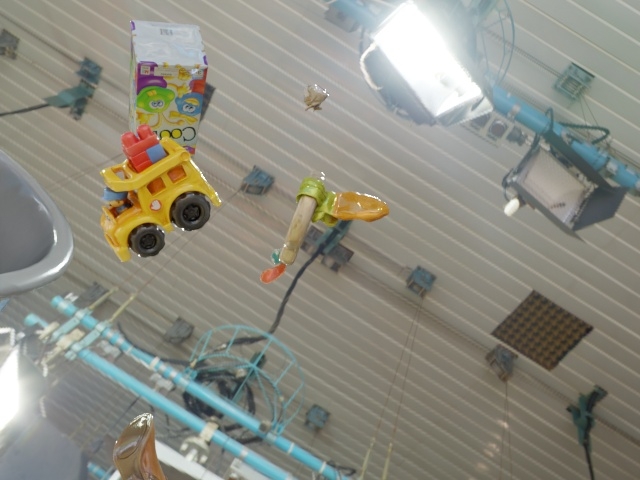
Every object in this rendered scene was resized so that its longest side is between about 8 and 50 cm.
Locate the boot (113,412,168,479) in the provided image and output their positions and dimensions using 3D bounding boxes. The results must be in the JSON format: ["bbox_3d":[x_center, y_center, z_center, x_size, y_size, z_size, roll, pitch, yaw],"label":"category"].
[{"bbox_3d":[-0.308,0.431,1.062,0.073,0.197,0.152,-22,-55,12],"label":"boot"}]

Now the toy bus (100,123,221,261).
[{"bbox_3d":[-0.327,-0.100,1.072,0.220,0.149,0.211,-35,-50,-15],"label":"toy bus"}]

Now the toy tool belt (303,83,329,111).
[{"bbox_3d":[-0.015,-0.282,1.156,0.052,0.083,0.051,34,-73,-6],"label":"toy tool belt"}]

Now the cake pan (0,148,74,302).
[{"bbox_3d":[-0.242,-0.045,0.216,0.293,0.293,0.054,35,-86,0],"label":"cake pan"}]

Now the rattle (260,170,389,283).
[{"bbox_3d":[0.000,0.000,0.927,0.142,0.130,0.200,12,-67,-17],"label":"rattle"}]

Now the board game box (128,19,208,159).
[{"bbox_3d":[-0.345,-0.322,1.289,0.144,0.142,0.275,-4,-34,-22],"label":"board game box"}]

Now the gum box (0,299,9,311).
[{"bbox_3d":[-0.524,0.083,0.741,0.184,0.041,0.157,39,-96,-38],"label":"gum box"}]
